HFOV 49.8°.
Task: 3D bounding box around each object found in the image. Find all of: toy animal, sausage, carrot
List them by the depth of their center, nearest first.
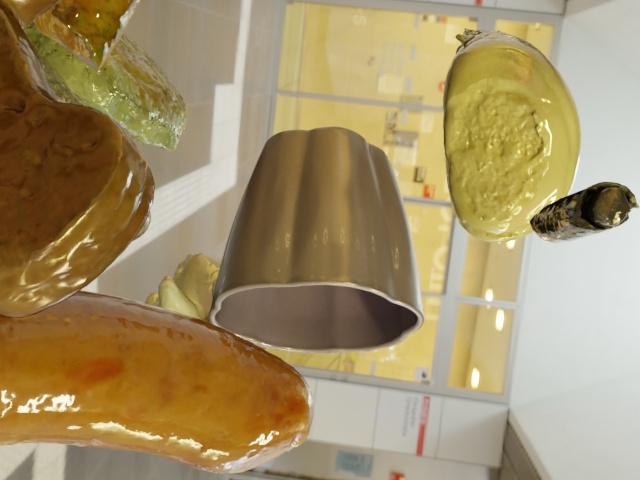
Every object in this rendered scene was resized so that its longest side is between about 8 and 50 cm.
[{"bbox_3d":[-0.123,0.094,0.444,0.109,0.271,0.108,-29,-129,43],"label":"sausage"},{"bbox_3d":[-0.195,-0.329,0.692,0.301,0.114,0.114,-62,174,-2],"label":"carrot"},{"bbox_3d":[-0.189,0.130,1.032,0.289,0.174,0.249,-48,-175,-25],"label":"toy animal"}]

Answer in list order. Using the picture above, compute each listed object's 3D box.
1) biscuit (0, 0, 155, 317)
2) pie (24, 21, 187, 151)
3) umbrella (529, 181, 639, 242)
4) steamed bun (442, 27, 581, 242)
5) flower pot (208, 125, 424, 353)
[{"bbox_3d":[-0.247,-0.105,0.410,0.432,0.283,0.064,59,-1,32],"label":"biscuit"},{"bbox_3d":[-0.419,-0.314,1.283,0.180,0.418,0.395,-50,150,6],"label":"pie"},{"bbox_3d":[0.163,-0.015,0.439,0.036,0.031,0.133,-41,173,1],"label":"umbrella"},{"bbox_3d":[0.256,-0.147,0.912,0.232,0.166,0.272,-40,127,-65],"label":"steamed bun"},{"bbox_3d":[0.000,0.000,0.895,0.265,0.265,0.243,88,5,-61],"label":"flower pot"}]
